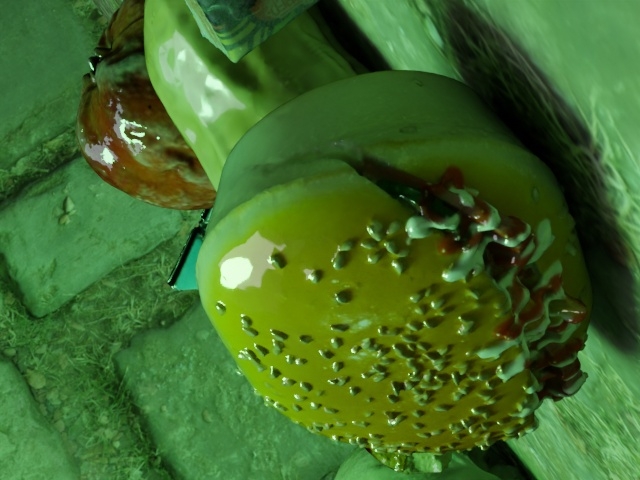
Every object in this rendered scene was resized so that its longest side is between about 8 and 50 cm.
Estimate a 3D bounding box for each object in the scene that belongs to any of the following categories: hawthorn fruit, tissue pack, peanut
[{"bbox_3d":[-0.110,-0.133,1.299,0.271,0.242,0.242,24,-176,-18],"label":"hawthorn fruit"},{"bbox_3d":[-0.051,-0.200,0.786,0.060,0.108,0.148,47,171,43],"label":"tissue pack"},{"bbox_3d":[-0.036,-0.099,0.998,0.340,0.158,0.174,53,175,6],"label":"peanut"}]

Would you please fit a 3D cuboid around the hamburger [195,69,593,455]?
[{"bbox_3d":[0.049,0.032,0.780,0.295,0.227,0.151,57,-162,-55],"label":"hamburger"}]

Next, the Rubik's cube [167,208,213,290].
[{"bbox_3d":[-0.044,-0.103,1.581,0.250,0.284,0.234,-77,-17,-52],"label":"Rubik's cube"}]

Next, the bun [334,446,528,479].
[{"bbox_3d":[0.184,0.380,1.702,0.365,0.219,0.365,39,180,0],"label":"bun"}]

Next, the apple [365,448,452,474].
[{"bbox_3d":[0.109,0.169,1.449,0.147,0.156,0.158,49,143,43],"label":"apple"}]
